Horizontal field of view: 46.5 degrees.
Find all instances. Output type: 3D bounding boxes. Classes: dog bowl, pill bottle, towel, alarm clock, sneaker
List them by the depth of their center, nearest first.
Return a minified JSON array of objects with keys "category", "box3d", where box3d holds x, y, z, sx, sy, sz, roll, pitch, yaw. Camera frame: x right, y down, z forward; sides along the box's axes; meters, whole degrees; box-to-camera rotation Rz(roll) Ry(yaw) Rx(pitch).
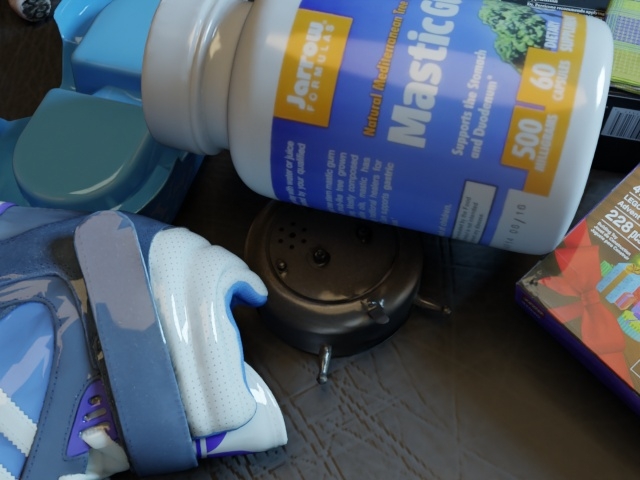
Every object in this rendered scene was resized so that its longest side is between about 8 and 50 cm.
[{"category":"sneaker","box3d":[-0.142,0.137,0.444,0.236,0.130,0.323,12,73,-3]},{"category":"pill bottle","box3d":[0.031,-0.091,0.485,0.272,0.152,0.152,12,62,8]},{"category":"towel","box3d":[0.227,-0.138,0.531,0.060,0.009,0.083,16,63,12]},{"category":"alarm clock","box3d":[0.000,0.000,0.553,0.129,0.064,0.192,-28,59,-12]},{"category":"dog bowl","box3d":[-0.163,-0.109,0.619,0.166,0.074,0.297,14,61,11]}]

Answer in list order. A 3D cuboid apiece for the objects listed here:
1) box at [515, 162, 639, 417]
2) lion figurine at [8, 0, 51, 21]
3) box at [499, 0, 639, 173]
[{"category":"box","box3d":[0.297,0.063,0.456,0.201,0.057,0.293,-44,69,-2]},{"category":"lion figurine","box3d":[-0.238,-0.396,0.757,0.392,0.142,0.240,-33,56,-10]},{"category":"box","box3d":[0.161,-0.172,0.615,0.261,0.103,0.184,11,66,10]}]
